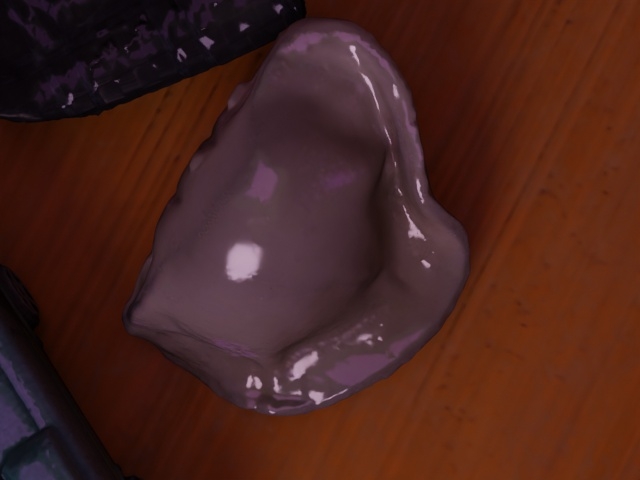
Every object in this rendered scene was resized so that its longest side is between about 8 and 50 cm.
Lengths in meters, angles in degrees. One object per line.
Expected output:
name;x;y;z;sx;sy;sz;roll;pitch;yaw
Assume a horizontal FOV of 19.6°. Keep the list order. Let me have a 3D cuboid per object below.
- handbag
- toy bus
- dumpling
handbag;-0.133;-0.175;0.838;0.175;0.088;0.270;-31;88;7
toy bus;-0.144;0.086;0.812;0.091;0.109;0.262;-35;78;-4
dumpling;0.001;-0.002;0.807;0.134;0.100;0.169;29;88;-2
